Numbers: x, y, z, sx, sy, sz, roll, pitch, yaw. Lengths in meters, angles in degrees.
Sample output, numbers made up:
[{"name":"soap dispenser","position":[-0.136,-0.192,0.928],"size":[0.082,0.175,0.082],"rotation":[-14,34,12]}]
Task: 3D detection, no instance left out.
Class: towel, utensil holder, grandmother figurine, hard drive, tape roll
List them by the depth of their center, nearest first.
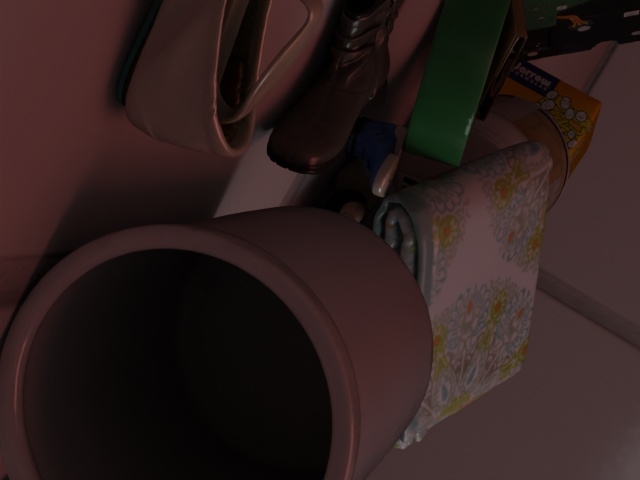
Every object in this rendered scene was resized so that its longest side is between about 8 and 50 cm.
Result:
[{"name":"utensil holder","position":[-0.074,0.132,1.360],"size":[0.327,0.327,0.385],"rotation":[-61,167,13]},{"name":"tape roll","position":[0.189,-0.256,1.798],"size":[0.321,0.077,0.321],"rotation":[17,90,-86]},{"name":"grandmother figurine","position":[0.000,0.000,1.851],"size":[0.342,0.104,0.208],"rotation":[-54,-166,-31]},{"name":"towel","position":[0.186,0.070,1.924],"size":[0.320,0.090,0.374],"rotation":[-25,128,-46]},{"name":"hard drive","position":[0.417,-0.382,2.248],"size":[0.339,0.237,0.064],"rotation":[48,33,-76]}]

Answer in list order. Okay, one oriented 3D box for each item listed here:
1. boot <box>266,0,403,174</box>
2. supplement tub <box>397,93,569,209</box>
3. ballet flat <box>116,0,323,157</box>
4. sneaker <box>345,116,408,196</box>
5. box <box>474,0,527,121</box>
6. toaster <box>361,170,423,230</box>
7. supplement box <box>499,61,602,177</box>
[{"name":"boot","position":[0.019,-0.191,1.548],"size":[0.246,0.083,0.161],"rotation":[-52,160,-48]},{"name":"supplement tub","position":[0.256,-0.106,2.236],"size":[0.228,0.228,0.316],"rotation":[-63,166,21]},{"name":"ballet flat","position":[-0.041,-0.233,1.076],"size":[0.139,0.139,0.400],"rotation":[-39,157,-55]},{"name":"sneaker","position":[0.059,-0.110,1.799],"size":[0.152,0.084,0.058],"rotation":[-68,173,-54]},{"name":"box","position":[0.249,-0.295,2.013],"size":[0.164,0.021,0.201],"rotation":[113,-17,-45]},{"name":"toaster","position":[0.137,0.000,2.055],"size":[0.146,0.227,0.129],"rotation":[-63,-178,23]},{"name":"supplement box","position":[0.328,-0.120,2.543],"size":[0.356,0.194,0.195],"rotation":[-56,167,-14]}]
